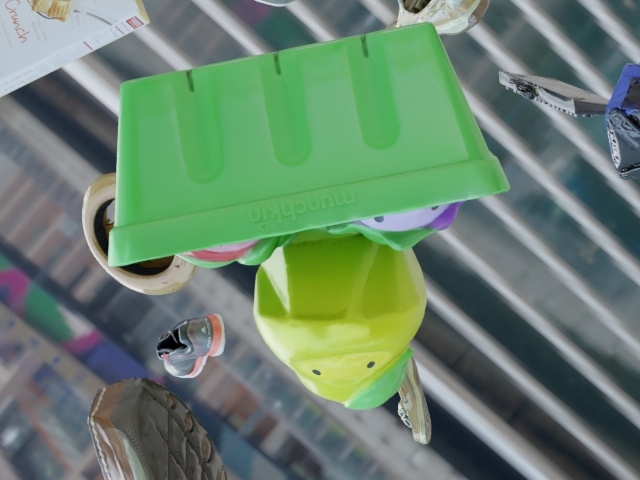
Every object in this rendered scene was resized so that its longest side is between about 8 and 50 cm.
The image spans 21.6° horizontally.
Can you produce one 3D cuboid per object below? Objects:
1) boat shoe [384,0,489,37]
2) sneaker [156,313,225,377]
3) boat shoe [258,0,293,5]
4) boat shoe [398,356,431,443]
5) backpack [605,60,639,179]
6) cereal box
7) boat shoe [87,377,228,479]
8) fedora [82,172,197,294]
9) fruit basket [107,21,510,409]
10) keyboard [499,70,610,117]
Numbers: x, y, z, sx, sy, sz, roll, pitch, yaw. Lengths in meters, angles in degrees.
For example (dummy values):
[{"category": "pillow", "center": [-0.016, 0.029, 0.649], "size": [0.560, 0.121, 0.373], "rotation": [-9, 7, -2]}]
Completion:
[{"category": "boat shoe", "center": [0.119, -0.272, 1.978], "size": [0.072, 0.068, 0.190], "rotation": [36, 153, -20]}, {"category": "sneaker", "center": [-0.161, 0.117, 1.914], "size": [0.065, 0.061, 0.158], "rotation": [-1, 160, -24]}, {"category": "boat shoe", "center": [-0.119, -0.423, 2.239], "size": [0.305, 0.109, 0.091], "rotation": [43, 168, -27]}, {"category": "boat shoe", "center": [0.119, 0.217, 2.335], "size": [0.056, 0.048, 0.153], "rotation": [65, -169, -60]}, {"category": "backpack", "center": [0.314, -0.105, 1.422], "size": [0.120, 0.101, 0.098], "rotation": [14, 154, 27]}, {"category": "cereal box", "center": [-0.342, -0.287, 2.014], "size": [0.173, 0.240, 0.047], "rotation": [67, -172, 18]}, {"category": "boat shoe", "center": [-0.127, 0.264, 1.371], "size": [0.122, 0.120, 0.324], "rotation": [-70, -36, -58]}, {"category": "fedora", "center": [-0.228, -0.020, 2.247], "size": [0.194, 0.194, 0.079], "rotation": [40, -140, 9]}, {"category": "fruit basket", "center": [0.000, 0.000, 1.597], "size": [0.392, 0.392, 0.283], "rotation": [41, -174, 0]}, {"category": "keyboard", "center": [0.267, -0.169, 1.947], "size": [0.108, 0.023, 0.180], "rotation": [6, -167, -24]}]
